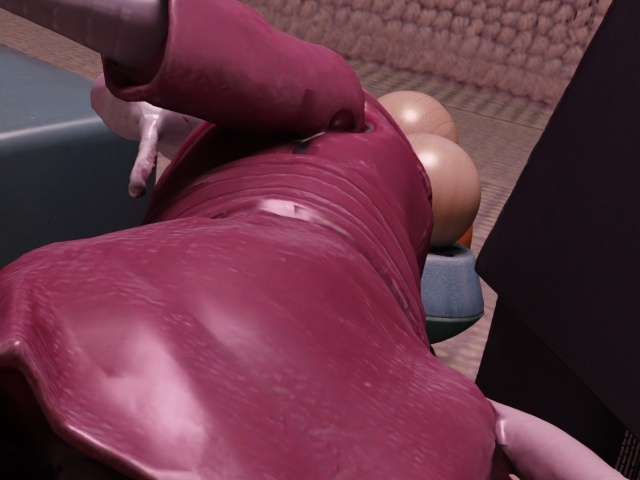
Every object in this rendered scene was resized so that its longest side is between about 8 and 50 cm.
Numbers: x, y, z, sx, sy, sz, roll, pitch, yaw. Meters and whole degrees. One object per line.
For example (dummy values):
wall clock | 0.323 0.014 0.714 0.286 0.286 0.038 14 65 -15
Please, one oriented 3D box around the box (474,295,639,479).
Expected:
box | 0.240 0.087 1.012 0.261 0.103 0.184 6 18 -29

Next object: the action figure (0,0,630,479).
action figure | -0.010 0.019 0.577 0.275 0.248 0.370 -4 32 7

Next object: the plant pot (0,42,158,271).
plant pot | -0.207 0.021 0.726 0.234 0.165 0.165 -12 26 -42

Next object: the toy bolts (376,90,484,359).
toy bolts | 0.000 0.000 1.024 0.218 0.158 0.228 9 12 -19

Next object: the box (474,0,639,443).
box | 0.304 0.037 0.810 0.312 0.179 0.343 -8 44 -42
